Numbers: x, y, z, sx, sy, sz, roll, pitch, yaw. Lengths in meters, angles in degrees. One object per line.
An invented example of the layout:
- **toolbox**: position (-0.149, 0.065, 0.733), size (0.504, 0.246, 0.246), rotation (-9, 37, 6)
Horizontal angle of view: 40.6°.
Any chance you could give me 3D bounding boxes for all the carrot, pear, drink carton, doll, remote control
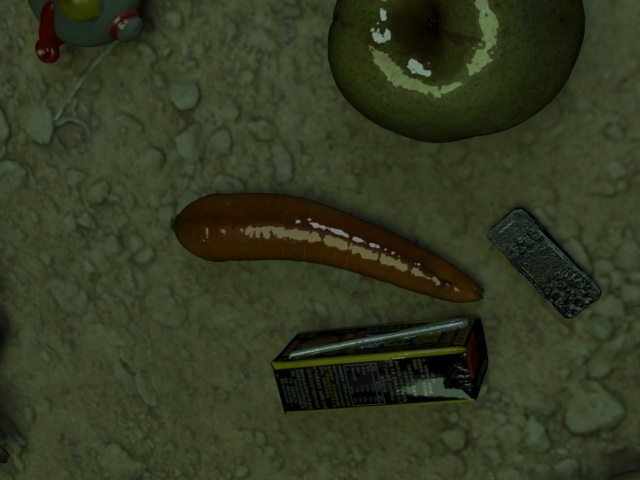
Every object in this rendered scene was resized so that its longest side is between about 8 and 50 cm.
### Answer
- **carrot**: position (0.000, 0.000, 0.712), size (0.271, 0.062, 0.066), rotation (7, 77, 14)
- **pear**: position (0.089, -0.144, 0.586), size (0.167, 0.136, 0.167), rotation (7, 108, 21)
- **drink carton**: position (0.050, 0.101, 0.716), size (0.166, 0.071, 0.056), rotation (-9, 106, 21)
- **doll**: position (-0.170, -0.241, 0.686), size (0.142, 0.076, 0.245), rotation (41, 112, 5)
- **remote control**: position (0.174, 0.017, 0.673), size (0.096, 0.014, 0.039), rotation (46, 116, 0)

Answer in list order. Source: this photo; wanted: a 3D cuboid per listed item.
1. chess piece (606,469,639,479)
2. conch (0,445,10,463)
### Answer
- **chess piece**: position (0.264, 0.219, 0.643), size (0.261, 0.143, 0.142), rotation (-30, 95, 30)
- **conch**: position (-0.424, 0.165, 0.864), size (0.241, 0.186, 0.313), rotation (18, 96, -15)
